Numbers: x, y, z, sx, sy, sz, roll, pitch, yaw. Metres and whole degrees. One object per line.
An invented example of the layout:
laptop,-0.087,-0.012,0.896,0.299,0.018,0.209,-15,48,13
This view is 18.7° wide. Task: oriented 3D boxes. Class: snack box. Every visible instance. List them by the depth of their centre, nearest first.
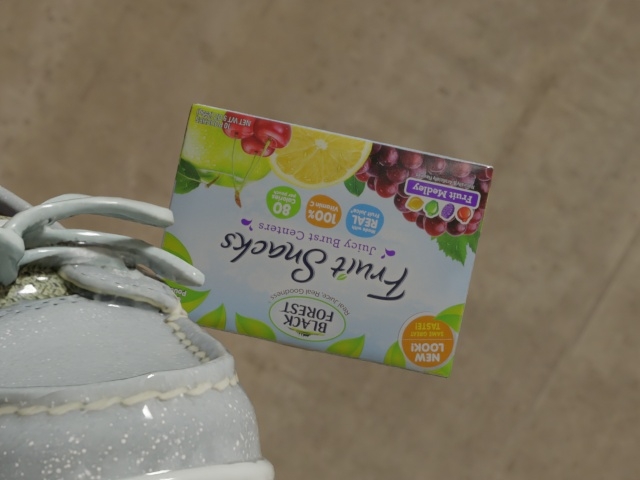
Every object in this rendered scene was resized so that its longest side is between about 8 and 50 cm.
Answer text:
snack box,0.000,0.000,0.897,0.037,0.141,0.100,-100,-158,-87

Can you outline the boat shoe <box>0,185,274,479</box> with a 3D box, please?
boat shoe,-0.113,0.019,0.555,0.320,0.118,0.103,-160,-115,-63
